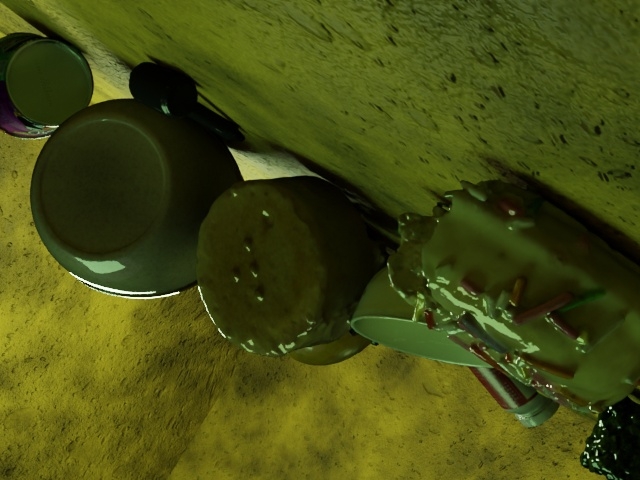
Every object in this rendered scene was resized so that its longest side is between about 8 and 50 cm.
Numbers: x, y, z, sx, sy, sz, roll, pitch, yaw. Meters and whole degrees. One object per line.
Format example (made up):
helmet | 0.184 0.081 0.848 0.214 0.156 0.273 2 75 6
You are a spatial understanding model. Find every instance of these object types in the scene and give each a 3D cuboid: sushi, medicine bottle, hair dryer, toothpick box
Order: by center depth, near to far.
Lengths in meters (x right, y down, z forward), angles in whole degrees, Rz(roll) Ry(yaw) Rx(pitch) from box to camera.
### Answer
hair dryer | -0.204 -0.212 1.403 0.114 0.070 0.248 29 179 41
sushi | 0.720 0.459 1.653 0.352 0.178 0.294 26 176 31
toothpick box | -0.352 -0.079 1.720 0.409 0.409 0.425 31 -178 13
medicine bottle | 0.422 0.292 1.851 0.250 0.131 0.131 49 173 -10

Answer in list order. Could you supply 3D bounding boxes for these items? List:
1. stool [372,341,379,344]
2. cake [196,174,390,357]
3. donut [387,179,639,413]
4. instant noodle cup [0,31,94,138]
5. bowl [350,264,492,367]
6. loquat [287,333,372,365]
stool | 0.158 0.183 2.346 0.141 0.232 0.232 30 176 11
cake | -0.017 0.037 1.528 0.332 0.332 0.321 29 -159 34
donut | 0.221 0.067 0.907 0.307 0.150 0.371 32 175 -2
instant noodle cup | -0.634 -0.351 1.857 0.251 0.251 0.190 35 167 -31
bowl | 0.197 0.108 1.361 0.277 0.145 0.277 12 162 4
loquat | 0.026 0.102 1.788 0.359 0.328 0.328 -14 147 33
